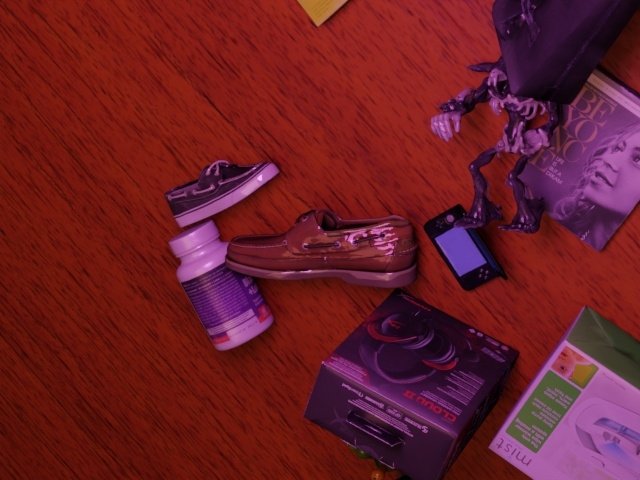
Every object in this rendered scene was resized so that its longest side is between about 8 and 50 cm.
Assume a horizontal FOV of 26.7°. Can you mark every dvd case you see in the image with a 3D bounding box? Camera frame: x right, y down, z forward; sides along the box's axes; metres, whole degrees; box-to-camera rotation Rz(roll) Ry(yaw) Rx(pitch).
[{"bbox_3d":[0.373,-0.111,1.839,0.164,0.018,0.221,37,124,9],"label":"dvd case"}]

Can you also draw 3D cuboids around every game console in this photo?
[{"bbox_3d":[0.208,0.015,1.953,0.107,0.071,0.122,-30,95,34],"label":"game console"}]

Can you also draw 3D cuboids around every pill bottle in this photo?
[{"bbox_3d":[-0.163,0.069,2.155,0.108,0.108,0.193,-21,101,34],"label":"pill bottle"}]

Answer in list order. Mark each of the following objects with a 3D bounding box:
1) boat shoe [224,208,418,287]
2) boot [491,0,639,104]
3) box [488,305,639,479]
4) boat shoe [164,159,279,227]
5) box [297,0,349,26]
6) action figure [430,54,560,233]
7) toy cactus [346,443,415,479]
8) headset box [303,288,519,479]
[{"bbox_3d":[0.000,0.000,2.047,0.307,0.111,0.104,2,109,17],"label":"boat shoe"},{"bbox_3d":[0.353,-0.423,1.609,0.146,0.367,0.445,17,146,-8],"label":"boot"},{"bbox_3d":[0.415,0.267,1.926,0.262,0.127,0.231,35,122,9],"label":"box"},{"bbox_3d":[-0.160,-0.085,2.103,0.219,0.078,0.070,-23,101,36],"label":"boat shoe"},{"bbox_3d":[-0.016,-0.405,1.902,0.109,0.042,0.178,-38,92,35],"label":"box"},{"bbox_3d":[0.246,-0.147,1.808,0.164,0.141,0.275,10,107,32],"label":"action figure"},{"bbox_3d":[0.125,0.339,2.109,0.112,0.219,0.180,-40,131,20],"label":"toy cactus"},{"bbox_3d":[0.129,0.214,1.951,0.218,0.293,0.110,28,122,16],"label":"headset box"}]
